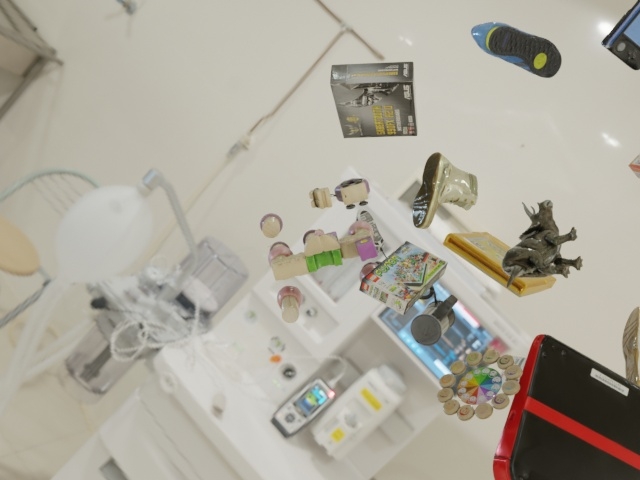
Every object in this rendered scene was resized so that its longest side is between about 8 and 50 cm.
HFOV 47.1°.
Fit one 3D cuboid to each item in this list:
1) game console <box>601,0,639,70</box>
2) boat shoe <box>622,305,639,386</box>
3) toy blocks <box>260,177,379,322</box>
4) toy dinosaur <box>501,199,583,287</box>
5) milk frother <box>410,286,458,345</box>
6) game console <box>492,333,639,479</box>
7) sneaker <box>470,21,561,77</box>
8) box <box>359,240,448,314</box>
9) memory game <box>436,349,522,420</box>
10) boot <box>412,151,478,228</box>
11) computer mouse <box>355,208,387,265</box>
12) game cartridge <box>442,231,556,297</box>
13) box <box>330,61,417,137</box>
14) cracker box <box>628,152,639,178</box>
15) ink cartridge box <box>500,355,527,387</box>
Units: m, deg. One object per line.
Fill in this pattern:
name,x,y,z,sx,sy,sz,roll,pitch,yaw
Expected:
game console,0.997,-0.658,2.179,0.250,0.293,0.173,27,24,-24
boat shoe,0.899,0.312,2.028,0.096,0.277,0.098,14,-36,4
toy blocks,0.000,0.000,1.825,0.260,0.288,0.309,-101,177,-73
toy dinosaur,0.483,0.038,1.658,0.160,0.313,0.121,2,-51,47
milk frother,0.272,0.181,1.900,0.143,0.129,0.134,23,19,19
game console,0.556,0.426,1.535,0.386,0.342,0.060,29,-23,-14
sneaker,0.386,-0.381,1.447,0.209,0.069,0.082,13,19,-30
box,0.185,0.078,1.616,0.114,0.036,0.207,29,37,21
memory game,0.326,0.296,1.519,0.012,0.186,0.186,57,2,-29
boot,0.338,-0.109,1.963,0.165,0.213,0.077,25,-16,-30
computer mouse,0.147,0.003,2.073,0.106,0.042,0.193,-22,84,-52
game cartridge,0.556,0.063,2.247,0.285,0.053,0.323,37,22,26
box,0.128,-0.318,1.686,0.231,0.182,0.056,69,22,-65
cracker box,1.085,-0.279,2.249,0.067,0.232,0.156,41,4,-21
ink cartridge box,0.592,0.395,2.131,0.056,0.099,0.135,44,-22,-22
